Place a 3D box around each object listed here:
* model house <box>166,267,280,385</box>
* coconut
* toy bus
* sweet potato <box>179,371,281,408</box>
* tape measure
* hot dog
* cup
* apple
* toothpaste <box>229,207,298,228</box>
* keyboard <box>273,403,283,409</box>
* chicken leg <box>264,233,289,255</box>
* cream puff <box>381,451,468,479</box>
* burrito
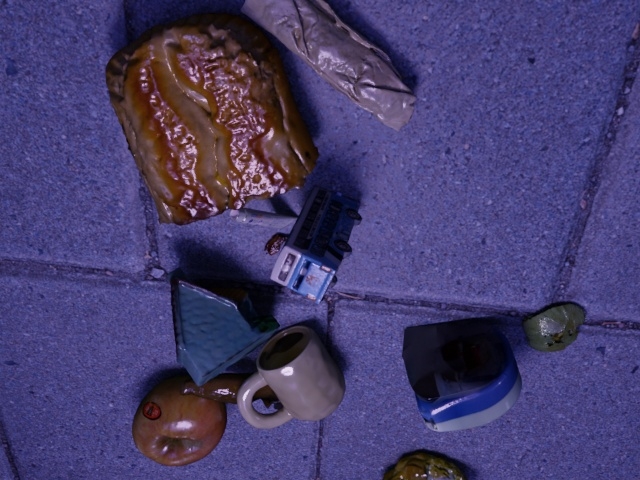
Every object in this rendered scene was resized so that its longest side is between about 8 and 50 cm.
[{"bbox_3d":[-0.271,0.185,1.508,0.248,0.230,0.280,55,158,8],"label":"model house"},{"bbox_3d":[0.563,0.220,1.520,0.133,0.055,0.158,12,121,-4],"label":"coconut"},{"bbox_3d":[0.000,0.000,1.298,0.131,0.297,0.106,24,121,-2],"label":"toy bus"},{"bbox_3d":[-0.222,0.397,1.638,0.286,0.085,0.112,4,136,-24],"label":"sweet potato"},{"bbox_3d":[0.339,0.318,1.492,0.262,0.259,0.138,-13,121,8],"label":"tape measure"},{"bbox_3d":[-0.229,-0.250,1.227,0.368,0.196,0.365,-17,121,9],"label":"hot dog"},{"bbox_3d":[-0.068,0.369,1.568,0.173,0.255,0.202,1,130,49],"label":"cup"},{"bbox_3d":[-0.382,0.491,1.706,0.261,0.194,0.260,1,123,2],"label":"apple"},{"bbox_3d":[-0.122,-0.046,1.355,0.052,0.218,0.033,-35,70,23],"label":"toothpaste"},{"bbox_3d":[-0.106,0.401,1.726,0.060,0.018,0.195,5,123,11],"label":"keyboard"},{"bbox_3d":[-0.101,0.005,1.471,0.083,0.021,0.036,-39,102,21],"label":"chicken leg"},{"bbox_3d":[0.305,0.749,1.825,0.282,0.185,0.281,-1,81,8],"label":"cream puff"},{"bbox_3d":[0.033,-0.359,1.193,0.392,0.076,0.117,35,118,-15],"label":"burrito"}]
